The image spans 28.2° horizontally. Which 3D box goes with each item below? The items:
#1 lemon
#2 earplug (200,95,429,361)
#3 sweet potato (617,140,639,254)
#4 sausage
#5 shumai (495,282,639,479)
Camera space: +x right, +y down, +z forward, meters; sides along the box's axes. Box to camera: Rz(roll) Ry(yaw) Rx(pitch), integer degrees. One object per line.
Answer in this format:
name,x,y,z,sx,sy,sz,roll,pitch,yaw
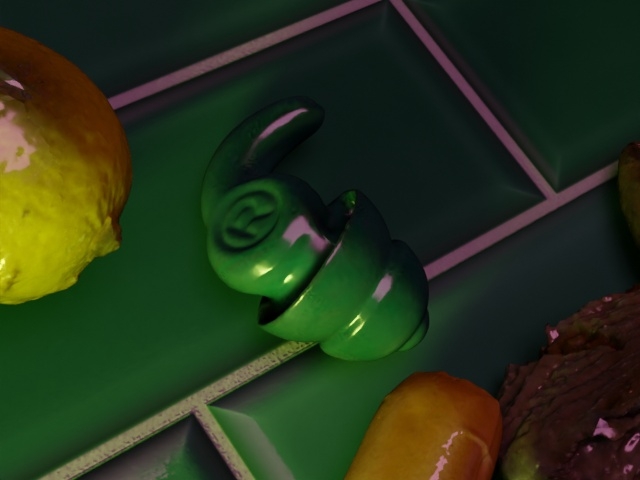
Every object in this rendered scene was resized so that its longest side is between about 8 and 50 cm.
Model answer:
lemon,-0.314,-0.072,1.160,0.284,0.260,0.260,6,59,-2
earplug,-0.003,0.003,1.293,0.280,0.164,0.257,40,20,-6
sweet potato,0.445,0.057,1.396,0.130,0.130,0.422,-25,65,-28
sausage,0.060,0.284,1.147,0.134,0.116,0.354,19,59,15
shumai,0.360,0.203,1.276,0.346,0.217,0.283,-33,113,-4
